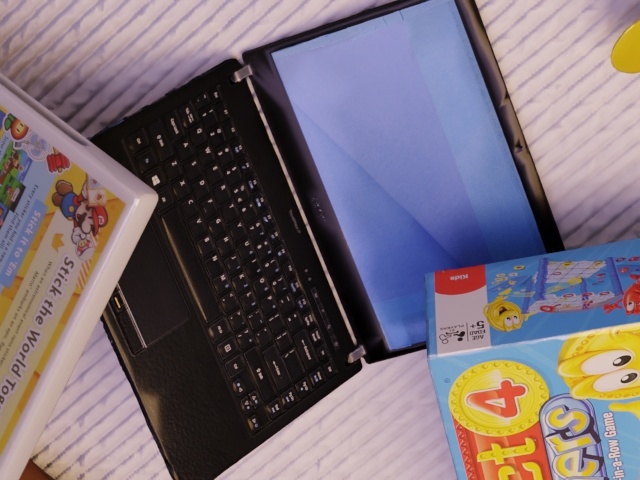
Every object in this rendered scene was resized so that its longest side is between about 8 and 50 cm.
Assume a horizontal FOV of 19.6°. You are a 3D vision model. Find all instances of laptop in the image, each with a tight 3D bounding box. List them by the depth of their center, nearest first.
[{"bbox_3d":[0.000,0.000,1.157,0.137,0.264,0.234,-1,116,51],"label":"laptop"}]

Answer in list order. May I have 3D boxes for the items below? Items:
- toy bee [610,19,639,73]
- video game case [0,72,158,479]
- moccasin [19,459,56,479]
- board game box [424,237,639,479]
[{"bbox_3d":[0.267,-0.132,1.096,0.195,0.162,0.298,-14,83,19],"label":"toy bee"},{"bbox_3d":[-0.220,0.012,1.115,0.206,0.026,0.227,37,111,23],"label":"video game case"},{"bbox_3d":[-0.165,0.259,1.265,0.139,0.147,0.380,-37,103,17],"label":"moccasin"},{"bbox_3d":[0.242,0.139,1.174,0.302,0.086,0.308,-11,124,9],"label":"board game box"}]
